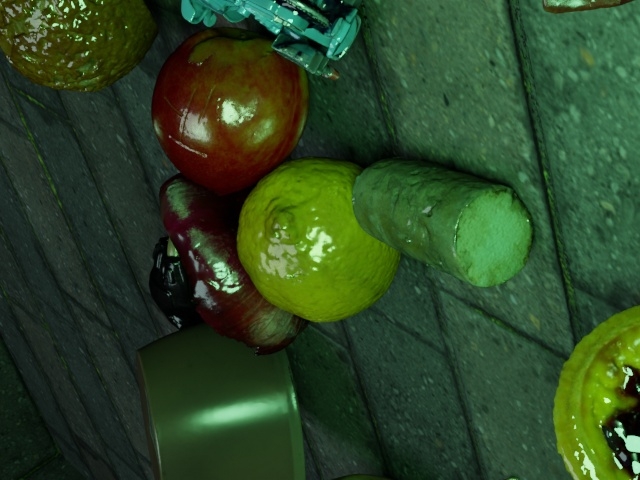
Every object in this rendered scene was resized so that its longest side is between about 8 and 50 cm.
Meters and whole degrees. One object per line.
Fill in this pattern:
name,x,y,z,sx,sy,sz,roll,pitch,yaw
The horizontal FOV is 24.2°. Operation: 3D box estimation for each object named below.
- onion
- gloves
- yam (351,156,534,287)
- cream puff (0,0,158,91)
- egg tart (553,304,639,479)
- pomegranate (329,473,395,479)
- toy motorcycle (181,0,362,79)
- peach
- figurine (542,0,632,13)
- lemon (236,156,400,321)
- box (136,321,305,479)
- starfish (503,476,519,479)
onion,-0.091,0.005,1.970,0.272,0.195,0.272,53,-171,-13
gloves,-0.215,0.050,2.352,0.164,0.124,0.203,14,144,33
yam,0.122,-0.025,1.559,0.194,0.107,0.107,24,142,54
cream puff,-0.340,-0.323,1.882,0.303,0.212,0.303,60,176,7
egg tart,0.308,0.167,1.338,0.215,0.215,0.171,51,172,12
pomegranate,0.071,0.495,2.152,0.322,0.322,0.322,44,155,27
toy motorcycle,-0.069,-0.263,1.574,0.272,0.123,0.182,32,-177,26
peach,-0.107,-0.148,1.728,0.197,0.197,0.197,44,155,27
figurine,0.152,-0.296,1.114,0.283,0.204,0.338,49,170,-2
lemon,0.000,0.000,1.715,0.188,0.188,0.256,46,-176,22
box,-0.155,0.260,2.240,0.301,0.216,0.301,172,90,-81
starfish,0.289,0.403,1.878,0.238,0.057,0.213,44,163,36
